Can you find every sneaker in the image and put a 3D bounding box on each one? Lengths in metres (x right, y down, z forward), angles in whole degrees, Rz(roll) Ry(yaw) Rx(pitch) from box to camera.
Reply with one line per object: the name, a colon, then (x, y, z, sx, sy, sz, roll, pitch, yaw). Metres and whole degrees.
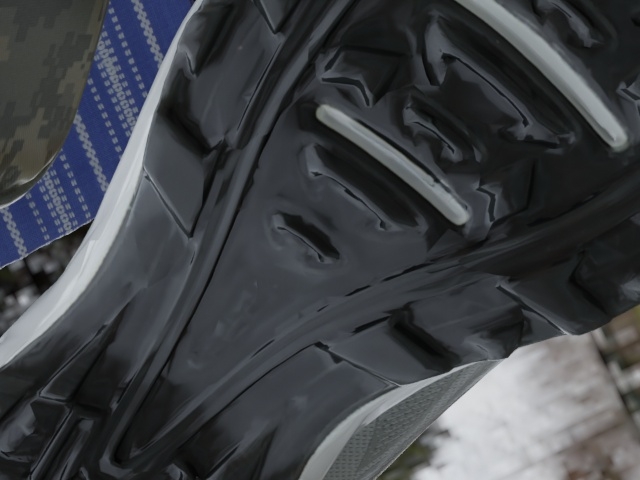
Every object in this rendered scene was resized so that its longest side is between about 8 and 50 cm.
sneaker: (-0.001, 0.000, 0.404, 0.100, 0.271, 0.108, 42, -164, -4)

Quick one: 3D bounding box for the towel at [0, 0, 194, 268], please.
towel: (-0.230, -0.107, 1.344, 0.040, 0.336, 0.243, 20, 135, 61)

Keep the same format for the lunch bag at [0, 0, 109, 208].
lunch bag: (-0.229, -0.129, 0.633, 0.256, 0.212, 0.305, 23, -165, 18)
